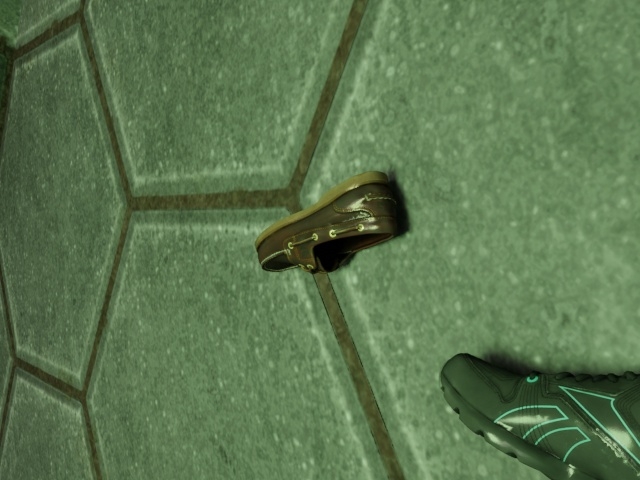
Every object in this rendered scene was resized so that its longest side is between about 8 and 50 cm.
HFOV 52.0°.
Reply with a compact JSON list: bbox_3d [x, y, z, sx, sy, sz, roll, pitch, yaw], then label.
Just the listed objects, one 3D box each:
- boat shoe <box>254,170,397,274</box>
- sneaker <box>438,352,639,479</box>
[{"bbox_3d":[0.000,0.000,0.713,0.207,0.073,0.073,-31,65,45],"label":"boat shoe"},{"bbox_3d":[0.205,0.142,0.482,0.267,0.101,0.106,29,90,46],"label":"sneaker"}]
